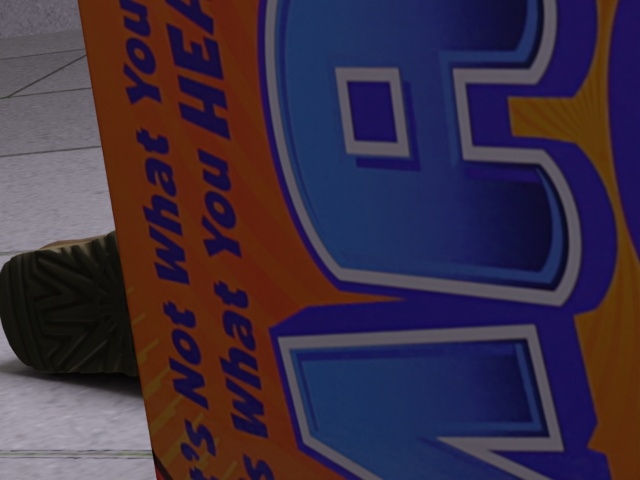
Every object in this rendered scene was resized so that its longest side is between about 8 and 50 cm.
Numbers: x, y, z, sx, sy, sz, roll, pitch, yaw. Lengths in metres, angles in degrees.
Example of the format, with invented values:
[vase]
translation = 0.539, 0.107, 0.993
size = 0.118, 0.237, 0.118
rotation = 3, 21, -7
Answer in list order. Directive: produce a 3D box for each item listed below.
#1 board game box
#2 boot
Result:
[board game box]
translation = 0.183, -0.063, 0.538
size = 0.356, 0.356, 0.356
rotation = 5, 19, 44
[boot]
translation = 0.000, 0.000, 1.002
size = 0.269, 0.089, 0.236
rotation = -18, 16, -42
